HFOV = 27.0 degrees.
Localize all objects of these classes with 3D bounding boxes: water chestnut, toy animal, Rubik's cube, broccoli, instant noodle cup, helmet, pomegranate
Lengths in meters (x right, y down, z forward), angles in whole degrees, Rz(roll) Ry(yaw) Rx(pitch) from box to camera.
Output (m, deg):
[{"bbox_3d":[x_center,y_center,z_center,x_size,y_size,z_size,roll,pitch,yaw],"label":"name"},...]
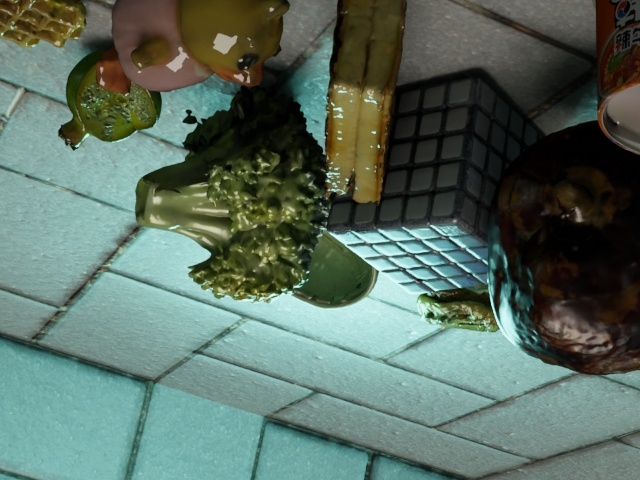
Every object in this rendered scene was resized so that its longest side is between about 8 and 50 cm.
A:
[{"bbox_3d":[0.379,0.018,1.794,0.335,0.335,0.347,5,173,13],"label":"water chestnut"},{"bbox_3d":[-0.159,-0.285,1.776,0.281,0.195,0.169,1,114,31],"label":"toy animal"},{"bbox_3d":[0.183,-0.077,1.971,0.237,0.238,0.237,-9,150,39],"label":"Rubik's cube"},{"bbox_3d":[-0.140,-0.069,2.029,0.281,0.293,0.348,2,126,-25],"label":"broccoli"},{"bbox_3d":[0.440,-0.222,1.593,0.250,0.192,0.250,9,156,4],"label":"instant noodle cup"},{"bbox_3d":[-0.003,-0.003,2.346,0.257,0.137,0.204,26,120,7],"label":"helmet"},{"bbox_3d":[-0.326,-0.215,2.021,0.169,0.122,0.143,-34,135,10],"label":"pomegranate"}]

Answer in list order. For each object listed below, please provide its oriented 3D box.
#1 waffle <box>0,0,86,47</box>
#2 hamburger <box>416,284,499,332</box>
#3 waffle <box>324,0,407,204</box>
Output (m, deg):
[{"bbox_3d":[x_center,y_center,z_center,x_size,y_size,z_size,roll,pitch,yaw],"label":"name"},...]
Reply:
[{"bbox_3d":[-0.453,-0.354,1.863,0.249,0.056,0.253,9,155,4],"label":"waffle"},{"bbox_3d":[0.276,0.107,2.508,0.183,0.130,0.206,9,175,8],"label":"hamburger"},{"bbox_3d":[0.059,-0.204,1.780,0.091,0.213,0.308,7,155,3],"label":"waffle"}]
